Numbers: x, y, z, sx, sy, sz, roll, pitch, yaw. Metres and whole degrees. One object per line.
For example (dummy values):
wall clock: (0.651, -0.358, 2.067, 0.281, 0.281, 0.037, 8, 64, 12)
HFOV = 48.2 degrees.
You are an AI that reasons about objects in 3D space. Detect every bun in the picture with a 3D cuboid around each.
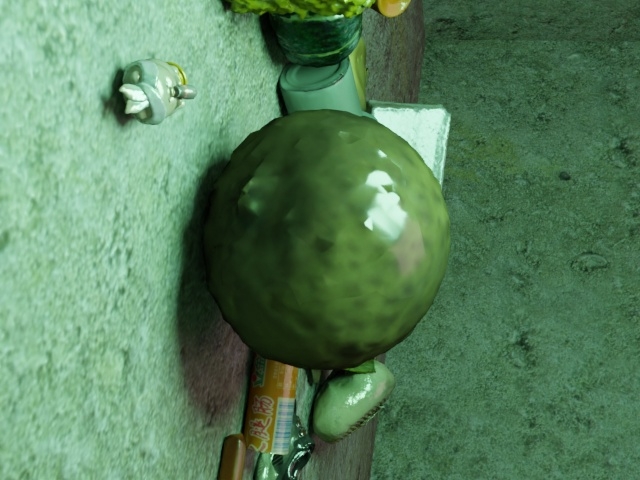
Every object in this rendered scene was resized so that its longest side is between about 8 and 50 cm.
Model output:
bun: (0.075, 0.424, 1.923, 0.273, 0.168, 0.273, -43, 166, -13)

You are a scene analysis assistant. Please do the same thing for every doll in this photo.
doll: (-0.185, -0.172, 0.825, 0.127, 0.084, 0.073, -71, 166, -64)

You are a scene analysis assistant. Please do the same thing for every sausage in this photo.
sausage: (-0.154, 0.400, 1.240, 0.039, 0.041, 0.131, 46, 49, -66)
sausage: (-0.087, 0.244, 1.372, 0.093, 0.093, 0.312, 42, 53, -73)

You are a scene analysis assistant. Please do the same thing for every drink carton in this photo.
drink carton: (0.005, -0.271, 1.451, 0.189, 0.186, 0.191, 66, 31, -41)

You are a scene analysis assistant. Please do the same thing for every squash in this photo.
squash: (-0.010, -0.446, 1.300, 0.252, 0.165, 0.252, -8, 90, -84)

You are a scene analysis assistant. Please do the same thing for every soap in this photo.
soap: (0.178, -0.136, 1.921, 0.350, 0.213, 0.435, -160, -105, -79)

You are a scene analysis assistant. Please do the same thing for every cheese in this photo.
cheese: (0.044, -0.372, 1.666, 0.316, 0.128, 0.259, -5, 95, -85)

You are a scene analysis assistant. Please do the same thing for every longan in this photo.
longan: (0.000, 0.000, 1.073, 0.391, 0.391, 0.391, 5, 90, -77)

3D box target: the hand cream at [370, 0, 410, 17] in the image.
hand cream: (0.063, -0.555, 1.442, 0.314, 0.089, 0.139, 48, -22, 42)

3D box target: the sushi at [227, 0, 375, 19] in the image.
sushi: (-0.027, -0.546, 1.013, 0.351, 0.240, 0.396, 54, 45, -68)

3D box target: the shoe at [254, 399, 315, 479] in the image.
shoe: (-0.063, 0.434, 1.490, 0.099, 0.112, 0.227, 73, 27, -54)

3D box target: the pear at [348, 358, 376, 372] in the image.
pear: (0.061, 0.180, 1.768, 0.288, 0.139, 0.239, 78, 11, -60)

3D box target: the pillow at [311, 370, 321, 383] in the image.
pillow: (-0.016, 0.268, 1.798, 0.217, 0.033, 0.130, 73, 20, -55)
